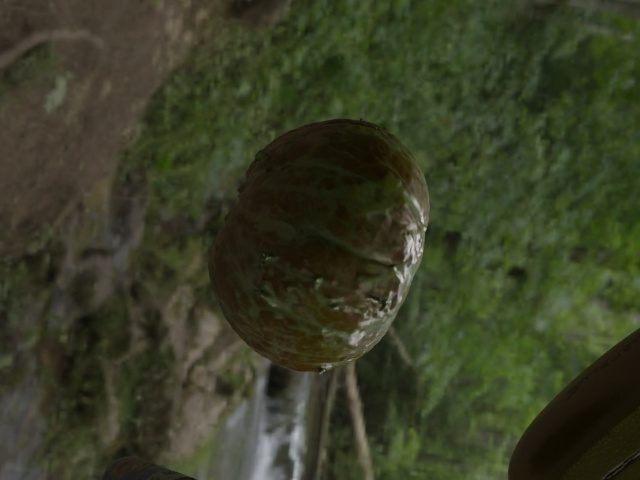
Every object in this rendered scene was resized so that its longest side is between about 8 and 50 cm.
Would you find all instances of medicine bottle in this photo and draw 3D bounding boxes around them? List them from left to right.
[{"bbox_3d":[-0.129,0.212,0.854,0.191,0.051,0.051,-6,-104,61],"label":"medicine bottle"}]

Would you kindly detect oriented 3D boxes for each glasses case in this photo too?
[{"bbox_3d":[0.390,0.206,1.275,0.371,0.141,0.173,-40,-179,5],"label":"glasses case"}]

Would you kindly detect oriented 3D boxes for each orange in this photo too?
[{"bbox_3d":[0.000,0.000,1.318,0.329,0.249,0.329,-156,-90,-82],"label":"orange"}]
